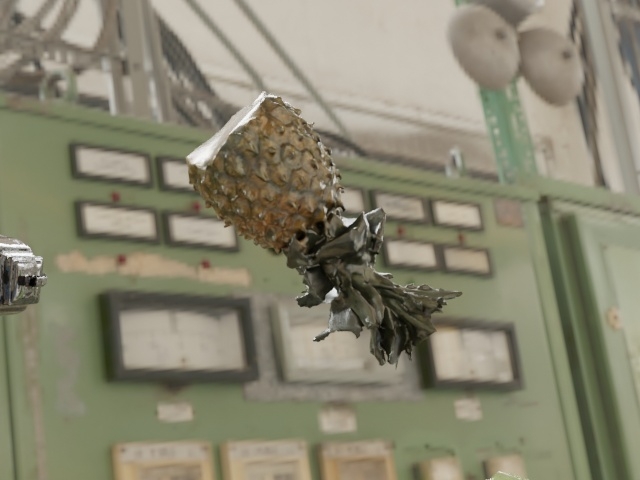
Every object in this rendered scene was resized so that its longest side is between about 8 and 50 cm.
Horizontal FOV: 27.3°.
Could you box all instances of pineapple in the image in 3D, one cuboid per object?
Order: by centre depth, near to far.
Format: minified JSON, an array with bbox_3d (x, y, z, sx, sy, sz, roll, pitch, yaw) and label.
[{"bbox_3d":[0.000,0.000,1.091,0.125,0.251,0.125,-42,6,5],"label":"pineapple"}]

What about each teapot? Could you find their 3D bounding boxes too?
[{"bbox_3d":[-0.322,0.036,1.308,0.096,0.087,0.177,5,0,11],"label":"teapot"}]

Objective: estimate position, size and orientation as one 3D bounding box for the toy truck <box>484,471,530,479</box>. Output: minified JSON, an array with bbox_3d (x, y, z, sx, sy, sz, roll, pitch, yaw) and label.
[{"bbox_3d":[0.093,0.237,0.907,0.191,0.085,0.116,-37,33,-25],"label":"toy truck"}]
